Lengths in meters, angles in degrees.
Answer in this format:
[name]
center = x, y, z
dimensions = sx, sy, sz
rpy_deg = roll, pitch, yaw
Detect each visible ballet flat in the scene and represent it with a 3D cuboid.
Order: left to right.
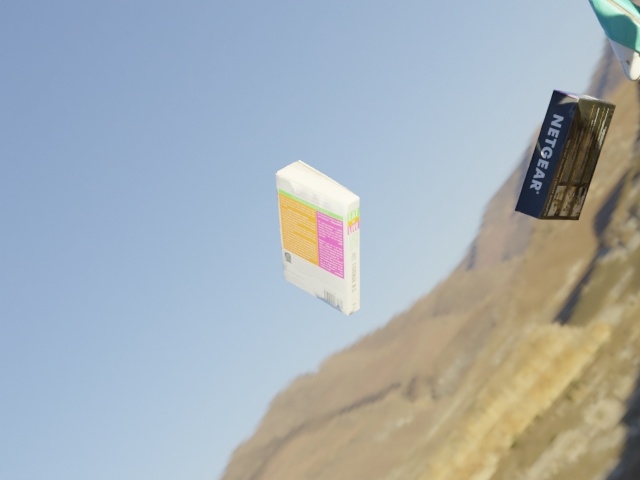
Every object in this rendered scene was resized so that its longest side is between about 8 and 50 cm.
[ballet flat]
center = 0.414, -0.216, 1.654
dimensions = 0.087, 0.247, 0.083
rpy_deg = -65, -9, 20

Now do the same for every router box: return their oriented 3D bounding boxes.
[router box]
center = 0.346, -0.118, 1.952
dimensions = 0.133, 0.046, 0.178
rpy_deg = 0, -70, -56

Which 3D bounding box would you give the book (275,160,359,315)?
[book]
center = 0.000, 0.000, 1.452
dimensions = 0.035, 0.096, 0.144
rpy_deg = -32, -43, -35
